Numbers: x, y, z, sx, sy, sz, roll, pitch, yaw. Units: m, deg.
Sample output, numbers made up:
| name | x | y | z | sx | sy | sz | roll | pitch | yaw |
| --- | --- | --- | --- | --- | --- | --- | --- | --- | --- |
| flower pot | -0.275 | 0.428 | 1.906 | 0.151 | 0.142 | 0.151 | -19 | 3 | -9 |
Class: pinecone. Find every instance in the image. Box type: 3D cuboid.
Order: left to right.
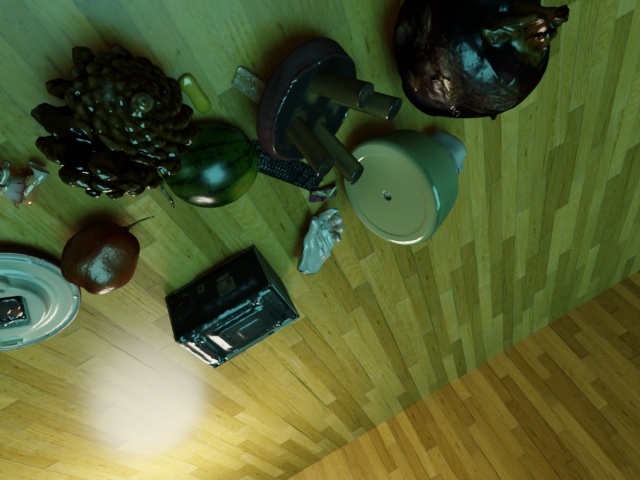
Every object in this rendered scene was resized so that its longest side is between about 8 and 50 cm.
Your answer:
| name | x | y | z | sx | sy | sz | roll | pitch | yaw |
| --- | --- | --- | --- | --- | --- | --- | --- | --- | --- |
| pinecone | -0.365 | -0.190 | 0.766 | 0.264 | 0.264 | 0.264 | -17 | 137 | -16 |

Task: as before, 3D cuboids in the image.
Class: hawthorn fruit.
| name | x | y | z | sx | sy | sz | roll | pitch | yaw |
| --- | --- | --- | --- | --- | --- | --- | --- | --- | --- |
| hawthorn fruit | -0.468 | 0.015 | 0.979 | 0.163 | 0.163 | 0.203 | 30 | 96 | -45 |

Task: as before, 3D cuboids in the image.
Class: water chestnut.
| name | x | y | z | sx | sy | sz | roll | pitch | yaw |
| --- | --- | --- | --- | --- | --- | --- | --- | --- | --- |
| water chestnut | 0.338 | -0.414 | 0.893 | 0.336 | 0.347 | 0.334 | 1 | 89 | -29 |

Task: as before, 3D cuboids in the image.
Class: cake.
| name | x | y | z | sx | sy | sz | roll | pitch | yaw |
| --- | --- | --- | --- | --- | --- | --- | --- | --- | --- |
| cake | -0.131 | -0.316 | 0.938 | 0.121 | 0.065 | 0.052 | 32 | 111 | -21 |

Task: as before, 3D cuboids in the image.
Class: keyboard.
| name | x | y | z | sx | sy | sz | roll | pitch | yaw |
| --- | --- | --- | --- | --- | --- | --- | --- | --- | --- |
| keyboard | -0.086 | -0.177 | 1.104 | 0.231 | 0.023 | 0.072 | 17 | 122 | -40 |

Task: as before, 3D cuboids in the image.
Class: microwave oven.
| name | x | y | z | sx | sy | sz | roll | pitch | yaw |
| --- | --- | --- | --- | --- | --- | --- | --- | --- | --- |
| microwave oven | -0.244 | 0.198 | 1.255 | 0.295 | 0.181 | 0.237 | -30 | 140 | -1 |

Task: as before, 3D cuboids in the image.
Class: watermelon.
| name | x | y | z | sx | sy | sz | roll | pitch | yaw |
| --- | --- | --- | --- | --- | --- | --- | --- | --- | --- |
| watermelon | -0.242 | -0.145 | 0.965 | 0.232 | 0.127 | 0.204 | -17 | 140 | -7 |

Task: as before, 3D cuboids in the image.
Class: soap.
| name | x | y | z | sx | sy | sz | roll | pitch | yaw |
| --- | --- | --- | --- | --- | --- | --- | --- | --- | --- |
| soap | -0.253 | -0.295 | 0.896 | 0.034 | 0.012 | 0.089 | -31 | 139 | 0 |

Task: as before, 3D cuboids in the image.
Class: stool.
| name | x | y | z | sx | sy | sz | roll | pitch | yaw |
| --- | --- | --- | --- | --- | --- | --- | --- | --- | --- |
| stool | 0.019 | -0.252 | 0.912 | 0.272 | 0.178 | 0.272 | -42 | 156 | -24 |

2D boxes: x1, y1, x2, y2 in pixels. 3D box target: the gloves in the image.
| name | x | y | z | sx | sy | sz | roll | pitch | yaw |
| --- | --- | --- | --- | --- | --- | --- | --- | --- | --- |
| gloves | -0.004 | -0.001 | 1.269 | 0.119 | 0.097 | 0.229 | 3 | 133 | -38 |

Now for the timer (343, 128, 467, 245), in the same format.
| name | x | y | z | sx | sy | sz | roll | pitch | yaw |
| --- | --- | --- | --- | --- | --- | --- | --- | --- | --- |
| timer | 0.268 | -0.182 | 1.168 | 0.315 | 0.291 | 0.290 | -35 | 145 | -33 |

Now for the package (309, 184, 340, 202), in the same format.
| name | x | y | z | sx | sy | sz | roll | pitch | yaw |
| --- | --- | --- | --- | --- | --- | --- | --- | --- | --- |
| package | 0.012 | -0.126 | 1.203 | 0.083 | 0.029 | 0.059 | -15 | 159 | -16 |

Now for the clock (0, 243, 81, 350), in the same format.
| name | x | y | z | sx | sy | sz | roll | pitch | yaw |
| --- | --- | --- | --- | --- | --- | --- | --- | --- | --- |
| clock | -0.718 | 0.142 | 0.996 | 0.319 | 0.080 | 0.318 | -16 | 137 | -16 |

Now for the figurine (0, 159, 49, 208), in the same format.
| name | x | y | z | sx | sy | sz | roll | pitch | yaw |
| --- | --- | --- | --- | --- | --- | --- | --- | --- | --- |
| figurine | -0.609 | -0.112 | 0.791 | 0.195 | 0.111 | 0.102 | 17 | 100 | -40 |
